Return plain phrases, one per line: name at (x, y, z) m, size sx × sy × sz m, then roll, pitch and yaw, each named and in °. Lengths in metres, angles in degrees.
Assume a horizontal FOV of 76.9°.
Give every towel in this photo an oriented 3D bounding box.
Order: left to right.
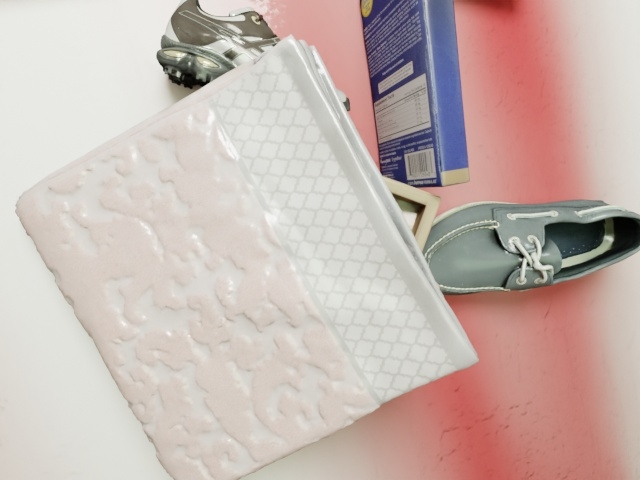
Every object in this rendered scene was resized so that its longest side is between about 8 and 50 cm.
towel at (-0.074, 0.036, 0.366) m, size 0.317 × 0.053 × 0.331 m, roll -29°, pitch 91°, yaw 9°

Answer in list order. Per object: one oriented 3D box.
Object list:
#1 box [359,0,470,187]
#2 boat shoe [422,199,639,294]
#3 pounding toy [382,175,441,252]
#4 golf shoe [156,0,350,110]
box at (0.091, -0.168, 0.418) m, size 0.037 × 0.136 × 0.225 m, roll -12°, pitch 99°, yaw -14°
boat shoe at (0.260, 0.005, 0.505) m, size 0.320 × 0.099 × 0.116 m, roll -9°, pitch 99°, yaw -15°
pounding toy at (-0.009, 0.007, 0.437) m, size 0.206 × 0.094 × 0.181 m, roll 20°, pitch 92°, yaw 0°
golf shoe at (-0.055, -0.183, 0.407) m, size 0.198 × 0.077 × 0.093 m, roll 12°, pitch 92°, yaw -18°
